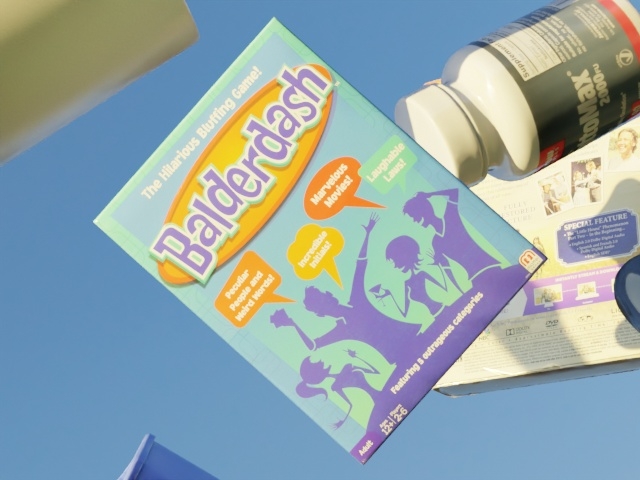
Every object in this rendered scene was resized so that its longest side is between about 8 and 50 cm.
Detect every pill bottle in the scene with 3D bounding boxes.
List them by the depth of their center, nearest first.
[{"bbox_3d":[0.151,-0.106,1.050,0.180,0.108,0.108,-28,-44,-15],"label":"pill bottle"}]

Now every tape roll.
[{"bbox_3d":[-0.217,-0.194,0.967,0.169,0.246,0.246,-34,-43,-5],"label":"tape roll"}]

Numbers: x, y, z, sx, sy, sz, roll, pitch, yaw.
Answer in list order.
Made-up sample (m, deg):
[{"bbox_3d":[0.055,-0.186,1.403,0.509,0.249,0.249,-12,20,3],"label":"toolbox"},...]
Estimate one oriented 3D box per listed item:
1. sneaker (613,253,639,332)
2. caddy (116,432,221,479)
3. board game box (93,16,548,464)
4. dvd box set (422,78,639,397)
[{"bbox_3d":[0.396,0.059,1.385,0.112,0.319,0.131,-37,-55,-14],"label":"sneaker"},{"bbox_3d":[-0.240,0.374,1.756,0.179,0.341,0.241,29,-87,-3],"label":"caddy"},{"bbox_3d":[0.000,0.000,0.827,0.160,0.210,0.047,-49,-4,1],"label":"board game box"},{"bbox_3d":[0.275,-0.033,1.761,0.307,0.420,0.062,-13,-24,29],"label":"dvd box set"}]
